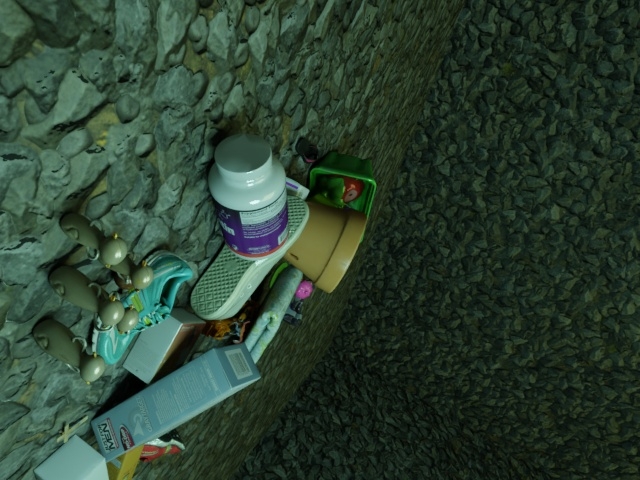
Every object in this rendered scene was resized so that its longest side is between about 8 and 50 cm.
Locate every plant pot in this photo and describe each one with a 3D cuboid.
[{"bbox_3d":[0.000,0.000,1.381,0.291,0.203,0.291,-63,-175,10],"label":"plant pot"}]

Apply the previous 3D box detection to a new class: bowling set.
[{"bbox_3d":[-0.371,0.087,0.772,0.200,0.154,0.287,-23,138,-66],"label":"bowling set"}]

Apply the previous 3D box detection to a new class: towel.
[{"bbox_3d":[-0.197,0.296,1.527,0.374,0.090,0.320,-58,-174,29],"label":"towel"}]

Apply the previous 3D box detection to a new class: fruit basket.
[{"bbox_3d":[0.045,-0.112,1.614,0.392,0.283,0.392,13,90,-85],"label":"fruit basket"}]

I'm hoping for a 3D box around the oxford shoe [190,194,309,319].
[{"bbox_3d":[-0.199,0.048,1.237,0.449,0.169,0.130,-51,159,-12],"label":"oxford shoe"}]

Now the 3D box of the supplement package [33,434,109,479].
[{"bbox_3d":[-0.581,0.572,0.993,0.105,0.105,0.179,-43,156,-49],"label":"supplement package"}]

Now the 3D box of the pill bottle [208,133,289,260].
[{"bbox_3d":[-0.173,-0.101,1.041,0.181,0.181,0.323,-53,161,-30],"label":"pill bottle"}]

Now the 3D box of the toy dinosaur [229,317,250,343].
[{"bbox_3d":[-0.257,0.291,1.322,0.047,0.090,0.082,-23,109,-41],"label":"toy dinosaur"}]

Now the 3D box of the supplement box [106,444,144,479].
[{"bbox_3d":[-0.570,0.633,1.183,0.078,0.080,0.233,-15,129,-68],"label":"supplement box"}]

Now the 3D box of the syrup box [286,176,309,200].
[{"bbox_3d":[-0.135,-0.083,1.343,0.236,0.096,0.093,-63,167,5],"label":"syrup box"}]

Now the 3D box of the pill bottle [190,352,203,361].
[{"bbox_3d":[-0.410,0.437,1.380,0.120,0.067,0.067,-66,164,10],"label":"pill bottle"}]

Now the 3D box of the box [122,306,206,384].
[{"bbox_3d":[-0.401,0.267,1.089,0.170,0.091,0.130,-61,164,-2],"label":"box"}]

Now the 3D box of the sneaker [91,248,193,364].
[{"bbox_3d":[-0.386,0.148,0.909,0.275,0.110,0.107,-58,164,-12],"label":"sneaker"}]

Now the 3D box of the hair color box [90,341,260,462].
[{"bbox_3d":[-0.362,0.405,1.075,0.374,0.113,0.185,-32,165,7],"label":"hair color box"}]

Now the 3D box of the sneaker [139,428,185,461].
[{"bbox_3d":[-0.531,0.655,1.352,0.118,0.107,0.279,-38,154,-14],"label":"sneaker"}]

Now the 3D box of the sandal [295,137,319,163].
[{"bbox_3d":[-0.036,-0.294,1.409,0.067,0.040,0.179,-64,164,4],"label":"sandal"}]

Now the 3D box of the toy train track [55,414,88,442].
[{"bbox_3d":[-0.572,0.429,0.960,0.083,0.014,0.048,-37,143,-68],"label":"toy train track"}]

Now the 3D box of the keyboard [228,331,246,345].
[{"bbox_3d":[-0.348,0.436,1.664,0.192,0.038,0.100,-38,128,-53],"label":"keyboard"}]

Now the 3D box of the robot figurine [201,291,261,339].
[{"bbox_3d":[-0.292,0.246,1.405,0.211,0.085,0.291,-61,164,-1],"label":"robot figurine"}]

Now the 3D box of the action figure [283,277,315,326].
[{"bbox_3d":[-0.097,0.272,2.054,0.285,0.099,0.185,-62,158,-17],"label":"action figure"}]

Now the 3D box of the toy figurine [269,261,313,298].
[{"bbox_3d":[-0.103,0.179,1.754,0.130,0.159,0.173,-67,164,17],"label":"toy figurine"}]
